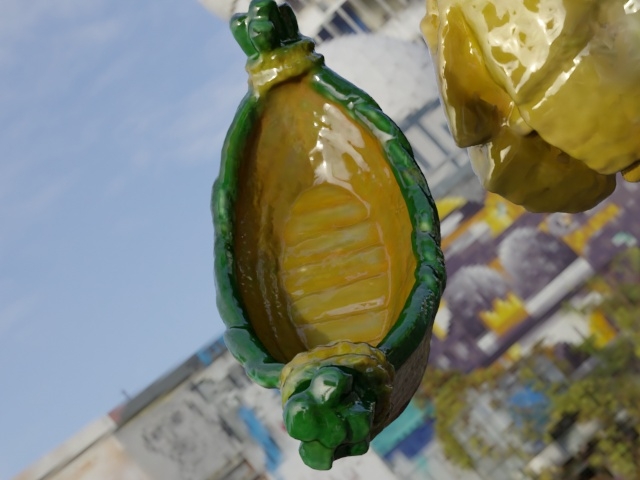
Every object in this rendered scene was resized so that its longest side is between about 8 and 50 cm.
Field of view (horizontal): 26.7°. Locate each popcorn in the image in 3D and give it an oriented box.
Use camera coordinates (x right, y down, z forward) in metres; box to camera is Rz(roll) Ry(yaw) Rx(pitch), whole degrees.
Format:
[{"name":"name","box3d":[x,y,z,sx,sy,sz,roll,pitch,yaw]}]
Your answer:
[{"name":"popcorn","box3d":[0.124,-0.097,0.667,0.149,0.167,0.152,-3,1,-8]}]

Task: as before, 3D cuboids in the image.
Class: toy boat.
[{"name":"toy boat","box3d":[0.000,0.000,0.501,0.089,0.229,0.088,-18,-45,7]}]
